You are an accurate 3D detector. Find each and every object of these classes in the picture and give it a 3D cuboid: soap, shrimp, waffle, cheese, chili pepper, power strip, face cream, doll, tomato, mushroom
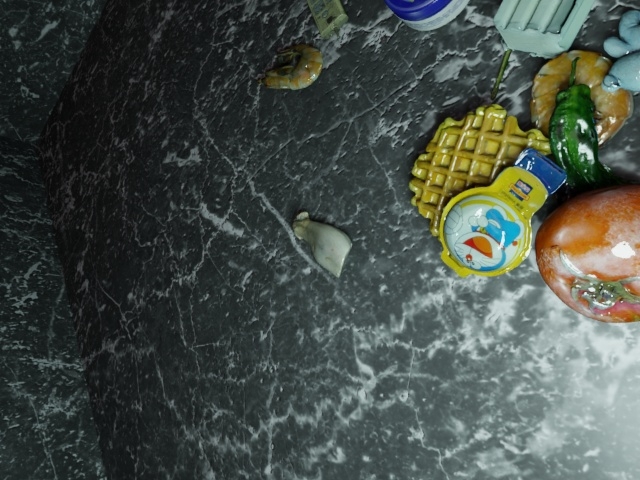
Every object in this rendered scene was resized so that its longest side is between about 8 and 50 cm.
[{"bbox_3d":[0.462,-0.501,0.823,0.150,0.094,0.261,34,102,41],"label":"soap"},{"bbox_3d":[-0.098,-0.534,1.292,0.255,0.059,0.145,17,91,38],"label":"shrimp"},{"bbox_3d":[0.315,-0.114,0.865,0.281,0.058,0.300,49,128,25],"label":"waffle"},{"bbox_3d":[0.484,-0.204,0.786,0.165,0.062,0.316,-3,83,30],"label":"shrimp"},{"bbox_3d":[0.325,-0.042,0.786,0.177,0.069,0.270,47,124,22],"label":"cheese"},{"bbox_3d":[0.461,-0.182,0.729,0.122,0.065,0.278,-20,89,-9],"label":"chili pepper"},{"bbox_3d":[0.015,-0.688,1.240,0.092,0.034,0.267,-31,65,30],"label":"power strip"},{"bbox_3d":[0.256,-0.609,0.990,0.206,0.111,0.205,-6,80,38],"label":"face cream"},{"bbox_3d":[0.561,-0.328,0.741,0.120,0.075,0.179,-2,56,32],"label":"doll"},{"bbox_3d":[0.465,0.013,0.657,0.232,0.231,0.188,3,46,38],"label":"tomato"},{"bbox_3d":[0.000,0.000,1.111,0.225,0.093,0.116,42,130,29],"label":"mushroom"}]

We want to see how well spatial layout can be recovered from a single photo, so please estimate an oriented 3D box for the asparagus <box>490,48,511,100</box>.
[{"bbox_3d":[0.387,-0.354,0.909,0.014,0.015,0.114,19,94,37],"label":"asparagus"}]
